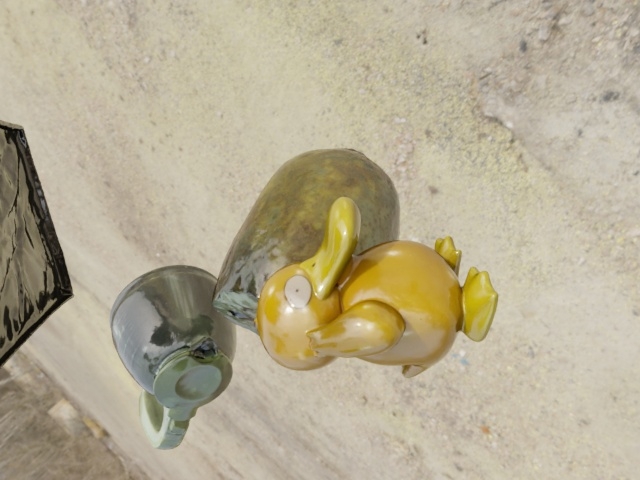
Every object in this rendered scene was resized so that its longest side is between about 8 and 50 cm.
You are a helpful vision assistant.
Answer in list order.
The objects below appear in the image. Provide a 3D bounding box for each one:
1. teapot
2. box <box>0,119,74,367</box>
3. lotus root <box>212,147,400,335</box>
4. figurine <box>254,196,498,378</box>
[{"bbox_3d":[-0.297,0.230,0.996,0.239,0.321,0.239,43,-175,-40],"label":"teapot"},{"bbox_3d":[-0.434,0.008,0.549,0.345,0.204,0.251,-147,45,-74],"label":"box"},{"bbox_3d":[0.000,0.000,0.837,0.250,0.346,0.250,17,147,11],"label":"lotus root"},{"bbox_3d":[0.054,0.069,0.579,0.228,0.215,0.215,21,149,-13],"label":"figurine"}]
